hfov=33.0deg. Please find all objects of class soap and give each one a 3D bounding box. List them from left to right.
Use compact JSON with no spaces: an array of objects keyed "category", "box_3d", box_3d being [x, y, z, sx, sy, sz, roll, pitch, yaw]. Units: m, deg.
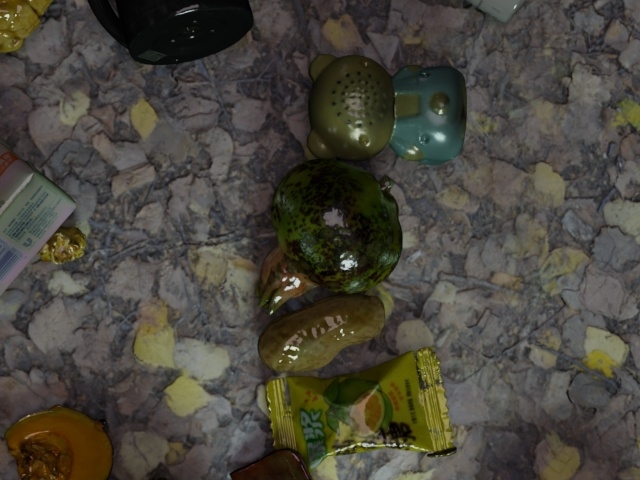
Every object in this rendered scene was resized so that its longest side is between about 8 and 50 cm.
[{"category":"soap","box_3d":[-0.525,-0.051,1.689,0.182,0.138,0.199,35,82,27]}]

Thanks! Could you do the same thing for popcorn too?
[{"category":"popcorn","box_3d":[-0.519,-0.397,1.751,0.194,0.140,0.163,-28,83,-6]},{"category":"popcorn","box_3d":[-0.419,0.007,1.751,0.083,0.082,0.057,13,107,37]}]

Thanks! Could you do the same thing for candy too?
[{"category":"candy","box_3d":[0.062,0.290,1.768,0.297,0.081,0.187,-10,85,1]}]

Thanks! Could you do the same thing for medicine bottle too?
[{"category":"medicine bottle","box_3d":[0.278,-0.457,1.857,0.168,0.105,0.105,32,82,-2]}]

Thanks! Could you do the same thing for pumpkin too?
[{"category":"pumpkin","box_3d":[-0.388,0.399,1.681,0.163,0.111,0.278,-15,52,-6]}]

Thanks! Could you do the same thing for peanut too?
[{"category":"peanut","box_3d":[0.003,0.151,1.776,0.226,0.095,0.108,-23,120,-13]}]

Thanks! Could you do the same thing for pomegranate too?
[{"category":"pomegranate","box_3d":[0.008,0.001,1.760,0.204,0.276,0.222,-16,59,-44]}]

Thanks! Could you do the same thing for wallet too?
[{"category":"wallet","box_3d":[-0.040,0.465,1.746,0.137,0.031,0.255,-28,86,21]}]

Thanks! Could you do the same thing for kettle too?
[{"category":"kettle","box_3d":[-0.274,-0.446,1.764,0.268,0.207,0.290,-22,81,20]}]

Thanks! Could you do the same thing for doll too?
[{"category":"doll","box_3d":[0.106,-0.213,1.787,0.260,0.161,0.177,3,86,-8]}]

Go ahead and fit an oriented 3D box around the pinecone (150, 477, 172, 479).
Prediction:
[{"category":"pinecone","box_3d":[-0.244,0.475,1.634,0.257,0.243,0.243,-9,85,14]}]
